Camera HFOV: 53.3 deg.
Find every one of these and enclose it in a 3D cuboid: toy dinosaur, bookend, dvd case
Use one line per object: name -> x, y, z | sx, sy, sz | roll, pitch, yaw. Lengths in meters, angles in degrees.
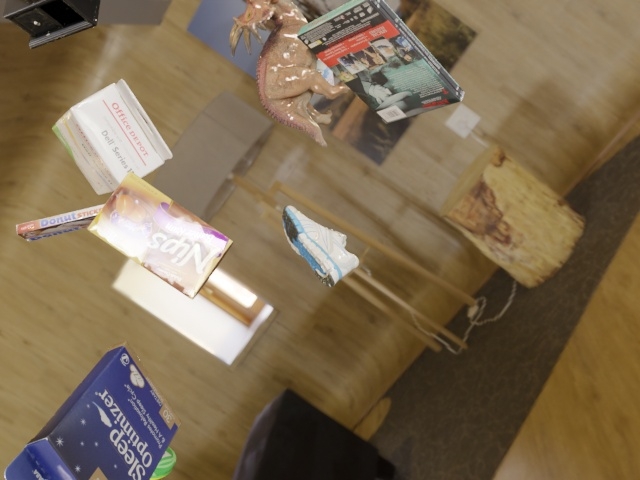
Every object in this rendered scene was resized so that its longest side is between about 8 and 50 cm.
toy dinosaur -> -0.061, -0.287, 1.043 | 0.127, 0.200, 0.295 | 162, 107, -63
bookend -> -0.485, -0.415, 1.072 | 0.157, 0.156, 0.072 | 38, -132, -59
dvd case -> 0.049, -0.144, 0.523 | 0.087, 0.119, 0.013 | -8, 52, 50

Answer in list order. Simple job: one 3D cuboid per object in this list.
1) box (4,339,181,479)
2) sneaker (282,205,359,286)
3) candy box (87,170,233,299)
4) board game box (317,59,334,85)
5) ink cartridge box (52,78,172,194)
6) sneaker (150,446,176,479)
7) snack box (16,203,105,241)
box -> -0.241, 0.229, 0.719 | 0.037, 0.136, 0.225 | -22, 17, 19
sneaker -> 0.000, 0.000, 1.157 | 0.083, 0.190, 0.071 | -26, -33, -22
candy box -> -0.238, -0.006, 0.964 | 0.109, 0.187, 0.053 | -55, 4, -7
board game box -> -0.022, -0.346, 1.269 | 0.020, 0.090, 0.090 | -93, -6, -61
ink cartridge box -> -0.486, -0.226, 1.465 | 0.119, 0.207, 0.353 | -39, 18, -25
sneaker -> -0.383, 0.396, 1.325 | 0.123, 0.295, 0.109 | -31, 35, 2
snack box -> -0.503, -0.035, 1.271 | 0.178, 0.022, 0.064 | -14, -13, -6
